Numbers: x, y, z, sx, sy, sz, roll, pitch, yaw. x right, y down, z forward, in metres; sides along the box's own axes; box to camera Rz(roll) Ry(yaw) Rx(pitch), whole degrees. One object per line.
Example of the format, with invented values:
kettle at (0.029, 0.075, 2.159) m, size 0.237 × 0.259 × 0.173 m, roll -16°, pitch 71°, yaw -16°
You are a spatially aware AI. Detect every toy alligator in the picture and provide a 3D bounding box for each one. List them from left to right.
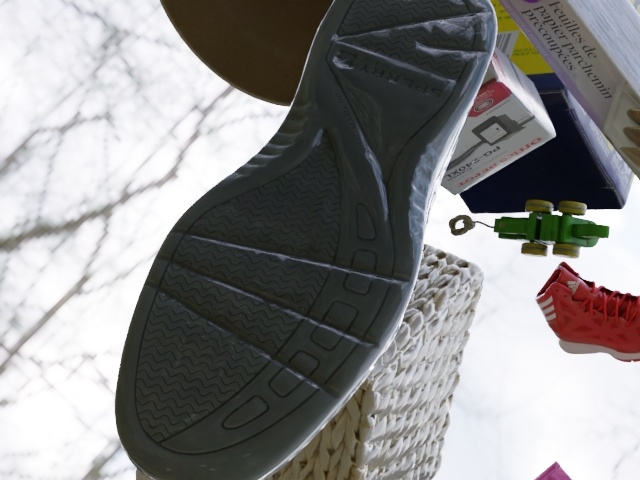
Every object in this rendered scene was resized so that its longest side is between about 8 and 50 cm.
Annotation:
toy alligator at (0.224, -0.010, 1.756) m, size 0.189 × 0.056 × 0.051 m, roll 3°, pitch -8°, yaw 39°

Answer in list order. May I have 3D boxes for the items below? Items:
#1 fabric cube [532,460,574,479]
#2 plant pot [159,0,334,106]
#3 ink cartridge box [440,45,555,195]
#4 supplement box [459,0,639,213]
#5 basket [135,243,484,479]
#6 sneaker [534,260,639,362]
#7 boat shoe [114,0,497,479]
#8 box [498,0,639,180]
fabric cube at (0.238, 0.468, 1.998) m, size 0.258 × 0.254 × 0.259 m, roll 49°, pitch -36°, yaw 11°
plant pot at (-0.015, -0.308, 1.778) m, size 0.284 × 0.191 × 0.284 m, roll 23°, pitch -46°, yaw 25°
ink cartridge box at (0.121, -0.107, 1.434) m, size 0.150 × 0.109 × 0.063 m, roll 30°, pitch 33°, yaw -59°
supplement box at (0.260, -0.228, 1.875) m, size 0.195 × 0.357 × 0.194 m, roll -2°, pitch -38°, yaw 33°
basket at (-0.012, 0.170, 1.905) m, size 0.266 × 0.331 × 0.328 m, roll 20°, pitch -59°, yaw 19°
sneaker at (0.371, 0.090, 2.226) m, size 0.221 × 0.087 × 0.128 m, roll -11°, pitch -49°, yaw 46°
boat shoe at (-0.002, -0.002, 0.857) m, size 0.118 × 0.320 × 0.103 m, roll 21°, pitch -30°, yaw 7°
box at (0.263, -0.135, 1.452) m, size 0.063 × 0.067 × 0.324 m, roll -11°, pitch -49°, yaw 47°
